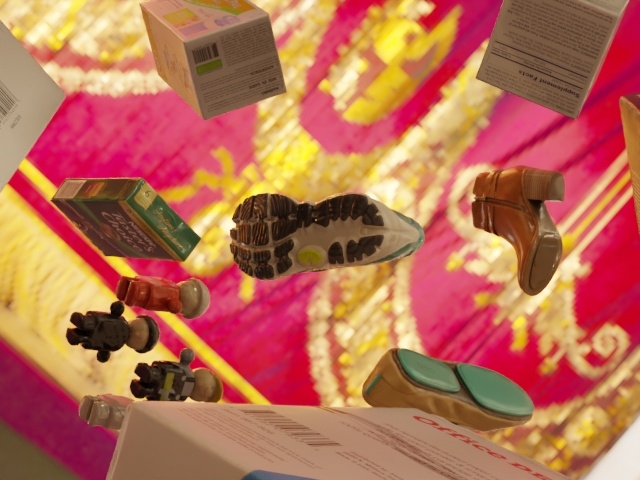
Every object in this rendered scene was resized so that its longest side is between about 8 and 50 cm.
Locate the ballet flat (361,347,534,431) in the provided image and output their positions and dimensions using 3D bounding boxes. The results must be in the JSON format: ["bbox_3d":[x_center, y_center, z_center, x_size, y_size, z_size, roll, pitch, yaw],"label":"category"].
[{"bbox_3d":[0.134,0.168,1.483,0.232,0.073,0.080,22,33,-39],"label":"ballet flat"}]

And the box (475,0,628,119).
[{"bbox_3d":[0.260,-0.227,1.545,0.126,0.137,0.072,24,35,9],"label":"box"}]

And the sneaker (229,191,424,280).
[{"bbox_3d":[0.000,0.000,1.640,0.275,0.107,0.110,2,-4,41],"label":"sneaker"}]

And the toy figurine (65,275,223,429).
[{"bbox_3d":[-0.248,0.166,1.973,0.148,0.213,0.209,10,56,-42],"label":"toy figurine"}]

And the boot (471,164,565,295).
[{"bbox_3d":[0.289,-0.016,2.078,0.152,0.197,0.073,3,-12,46],"label":"boot"}]

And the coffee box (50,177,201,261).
[{"bbox_3d":[-0.237,-0.026,1.648,0.184,0.040,0.113,3,-38,50],"label":"coffee box"}]

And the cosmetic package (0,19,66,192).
[{"bbox_3d":[-0.439,-0.109,1.526,0.138,0.225,0.224,50,30,-22],"label":"cosmetic package"}]

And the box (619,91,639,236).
[{"bbox_3d":[0.364,-0.038,1.219,0.108,0.153,0.207,-100,175,-69],"label":"box"}]

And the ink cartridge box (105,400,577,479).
[{"bbox_3d":[0.052,0.257,1.128,0.285,0.166,0.395,23,9,39],"label":"ink cartridge box"}]

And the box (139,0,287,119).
[{"bbox_3d":[-0.135,-0.240,1.693,0.203,0.114,0.103,-136,-151,-58],"label":"box"}]
